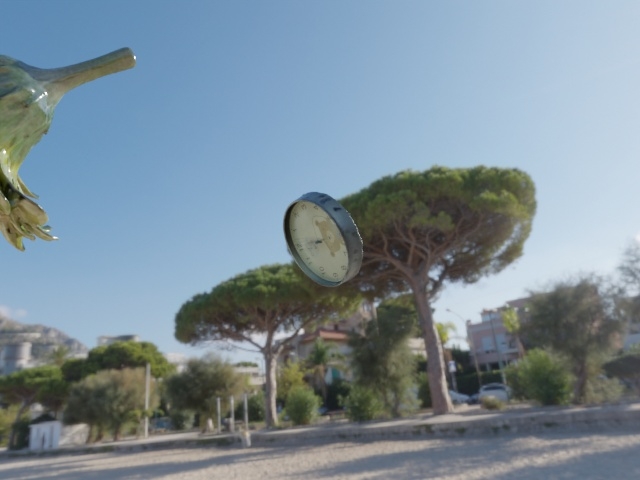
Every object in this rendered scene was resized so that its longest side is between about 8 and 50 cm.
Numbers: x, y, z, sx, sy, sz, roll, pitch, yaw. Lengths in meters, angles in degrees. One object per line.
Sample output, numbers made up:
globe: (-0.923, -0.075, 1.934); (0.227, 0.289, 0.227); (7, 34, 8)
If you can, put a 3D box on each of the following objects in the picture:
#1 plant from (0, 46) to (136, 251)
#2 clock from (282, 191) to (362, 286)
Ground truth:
plant: (-0.367, -0.134, 0.564); (0.297, 0.261, 0.306); (-15, -61, 4)
clock: (0.000, 0.000, 0.437); (0.017, 0.085, 0.085); (-28, -3, -36)
